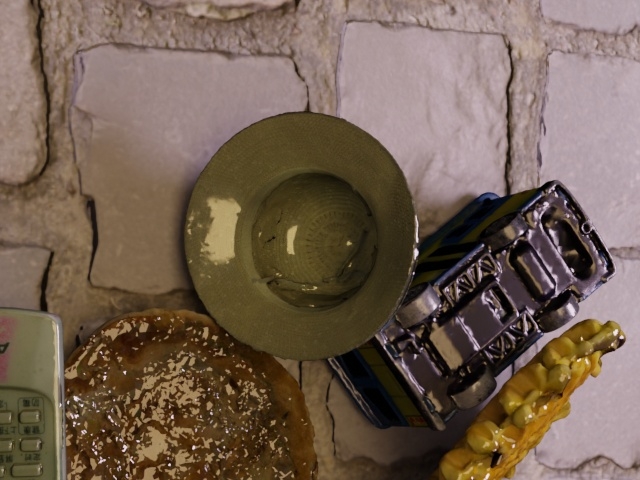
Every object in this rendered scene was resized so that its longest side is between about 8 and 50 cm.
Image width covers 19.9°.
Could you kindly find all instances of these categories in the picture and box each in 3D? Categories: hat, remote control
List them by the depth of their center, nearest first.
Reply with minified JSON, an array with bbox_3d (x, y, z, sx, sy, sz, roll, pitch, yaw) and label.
[{"bbox_3d":[-0.316,0.236,1.764,0.145,0.050,0.344,-2,90,-1],"label":"remote control"},{"bbox_3d":[0.000,0.000,1.893,0.130,0.257,0.257,11,82,-68],"label":"hat"}]

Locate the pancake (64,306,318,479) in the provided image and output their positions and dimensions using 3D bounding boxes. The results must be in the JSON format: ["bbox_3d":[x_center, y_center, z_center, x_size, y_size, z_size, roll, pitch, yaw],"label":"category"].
[{"bbox_3d":[-0.150,0.248,1.868,0.356,0.065,0.356,1,87,-24],"label":"pancake"}]

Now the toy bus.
[{"bbox_3d":[0.159,0.069,1.961,0.287,0.175,0.138,-39,101,-22],"label":"toy bus"}]

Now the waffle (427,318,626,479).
[{"bbox_3d":[0.205,0.198,1.942,0.062,0.329,0.329,40,69,13],"label":"waffle"}]
